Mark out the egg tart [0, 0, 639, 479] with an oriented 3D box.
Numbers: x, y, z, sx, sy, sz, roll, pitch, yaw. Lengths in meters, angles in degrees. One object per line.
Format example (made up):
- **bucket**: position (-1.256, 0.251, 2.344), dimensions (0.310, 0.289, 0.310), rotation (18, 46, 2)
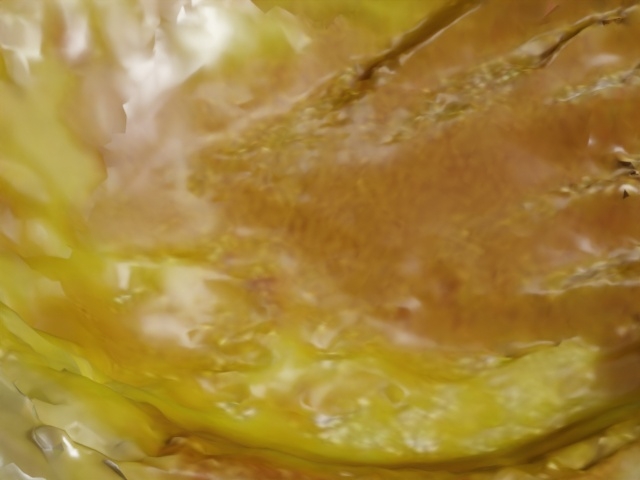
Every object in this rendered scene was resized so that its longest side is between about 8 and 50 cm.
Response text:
- **egg tart**: position (0.000, 0.000, 0.591), dimensions (0.387, 0.169, 0.388), rotation (1, 53, -2)
